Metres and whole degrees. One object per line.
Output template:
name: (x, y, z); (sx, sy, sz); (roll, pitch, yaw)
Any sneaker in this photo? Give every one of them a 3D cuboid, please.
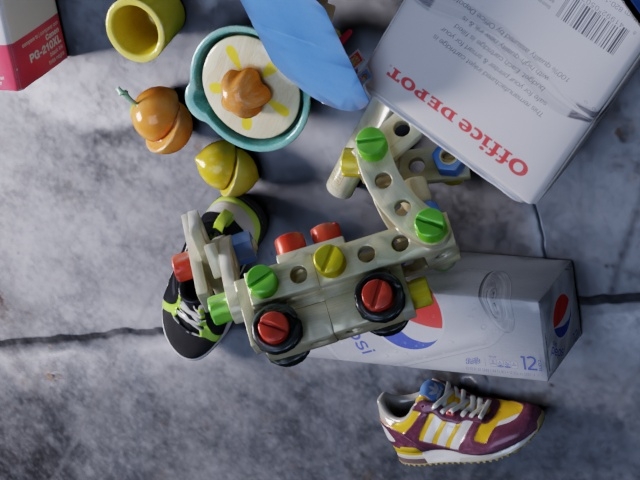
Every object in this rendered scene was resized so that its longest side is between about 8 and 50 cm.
sneaker: (0.141, 0.182, 2.027); (0.185, 0.069, 0.084); (-14, 114, 34)
sneaker: (-0.133, 0.045, 2.088); (0.084, 0.097, 0.235); (31, 127, 12)

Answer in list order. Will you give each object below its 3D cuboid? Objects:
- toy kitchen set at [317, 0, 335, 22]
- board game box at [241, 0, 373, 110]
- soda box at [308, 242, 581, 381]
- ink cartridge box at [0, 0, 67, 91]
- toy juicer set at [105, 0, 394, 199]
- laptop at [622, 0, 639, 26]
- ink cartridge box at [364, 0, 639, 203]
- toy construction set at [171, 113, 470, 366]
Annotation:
toy kitchen set: (-0.025, -0.197, 1.833); (0.068, 0.083, 0.075); (11, 87, 55)
board game box: (-0.010, -0.193, 1.778); (0.133, 0.033, 0.169); (24, 151, 44)
soda box: (0.110, 0.069, 1.964); (0.286, 0.098, 0.091); (5, 118, 28)
ink cartridge box: (-0.381, -0.285, 2.041); (0.172, 0.100, 0.237); (5, 120, 27)
toy juicer set: (-0.068, -0.122, 1.962); (0.329, 0.089, 0.209); (17, 123, 20)
laptop: (0.304, -0.302, 1.531); (0.234, 0.136, 0.264); (-34, 117, 8)
ink cartridge box: (0.193, -0.206, 1.748); (0.207, 0.117, 0.283); (37, 128, 7)
toy construction set: (0.000, 0.000, 1.886); (0.327, 0.151, 0.215); (-22, 71, 18)
